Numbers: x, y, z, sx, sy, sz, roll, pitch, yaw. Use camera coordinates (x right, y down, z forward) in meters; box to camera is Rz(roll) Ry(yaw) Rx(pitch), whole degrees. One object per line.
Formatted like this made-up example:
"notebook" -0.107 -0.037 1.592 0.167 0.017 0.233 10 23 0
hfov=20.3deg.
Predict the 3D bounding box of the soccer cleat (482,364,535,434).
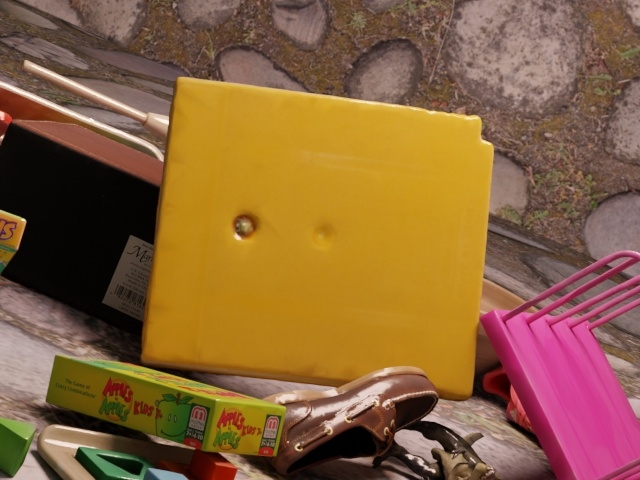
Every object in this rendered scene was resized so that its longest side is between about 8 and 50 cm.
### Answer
"soccer cleat" 0.263 0.203 2.031 0.095 0.083 0.248 -12 25 -9

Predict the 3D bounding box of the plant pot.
"plant pot" 0.145 0.099 2.166 0.237 0.110 0.237 22 10 -4

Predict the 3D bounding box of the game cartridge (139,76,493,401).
"game cartridge" 0.000 0.000 1.746 0.324 0.285 0.052 8 -10 -7

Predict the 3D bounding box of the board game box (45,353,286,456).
"board game box" -0.128 0.135 1.473 0.181 0.043 0.092 11 -2 37

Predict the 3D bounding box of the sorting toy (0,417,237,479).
"sorting toy" -0.100 0.193 1.365 0.348 0.047 0.196 15 12 -34

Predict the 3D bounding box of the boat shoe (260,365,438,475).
"boat shoe" 0.029 0.170 1.626 0.207 0.073 0.073 -12 46 -34

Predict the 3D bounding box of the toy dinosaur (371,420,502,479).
"toy dinosaur" 0.114 0.205 1.730 0.118 0.064 0.268 25 6 -3

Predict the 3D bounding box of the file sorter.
"file sorter" 0.328 0.130 1.794 0.291 0.182 0.202 10 53 -63

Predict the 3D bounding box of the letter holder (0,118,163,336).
"letter holder" -0.187 -0.003 1.899 0.302 0.152 0.214 24 9 8

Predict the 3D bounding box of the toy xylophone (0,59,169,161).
"toy xylophone" -0.312 -0.109 2.084 0.323 0.081 0.236 18 -23 -19

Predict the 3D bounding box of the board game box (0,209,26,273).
"board game box" -0.332 0.020 1.456 0.124 0.039 0.259 20 -25 -16
